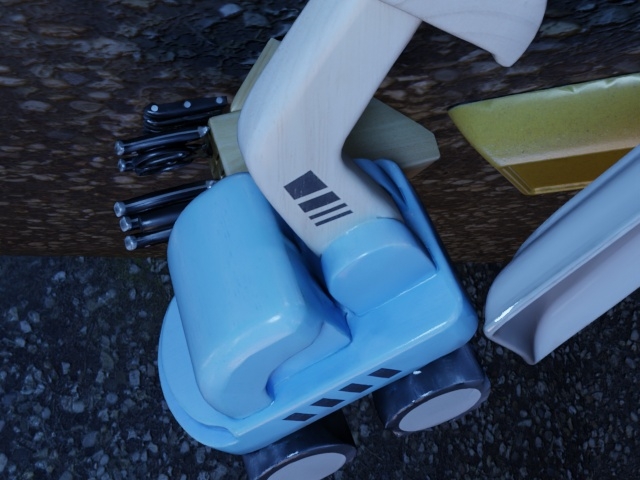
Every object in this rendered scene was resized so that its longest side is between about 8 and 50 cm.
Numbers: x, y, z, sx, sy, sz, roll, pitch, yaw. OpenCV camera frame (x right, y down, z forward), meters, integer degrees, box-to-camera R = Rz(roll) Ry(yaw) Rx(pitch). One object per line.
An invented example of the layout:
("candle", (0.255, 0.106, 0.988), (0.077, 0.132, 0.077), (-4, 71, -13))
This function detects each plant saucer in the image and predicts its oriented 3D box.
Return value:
("plant saucer", (0.377, -0.132, 1.055), (0.333, 0.081, 0.332), (-7, 170, 24))

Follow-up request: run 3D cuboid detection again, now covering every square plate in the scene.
("square plate", (0.278, -0.029, 0.612), (0.344, 0.049, 0.347), (-41, 158, 7))

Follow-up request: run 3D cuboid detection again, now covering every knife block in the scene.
("knife block", (-0.054, -0.058, 0.756), (0.275, 0.242, 0.088), (29, 167, -7))

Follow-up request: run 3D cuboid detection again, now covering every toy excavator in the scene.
("toy excavator", (0.000, 0.000, 0.596), (0.433, 0.222, 0.445), (-30, 147, 14))
